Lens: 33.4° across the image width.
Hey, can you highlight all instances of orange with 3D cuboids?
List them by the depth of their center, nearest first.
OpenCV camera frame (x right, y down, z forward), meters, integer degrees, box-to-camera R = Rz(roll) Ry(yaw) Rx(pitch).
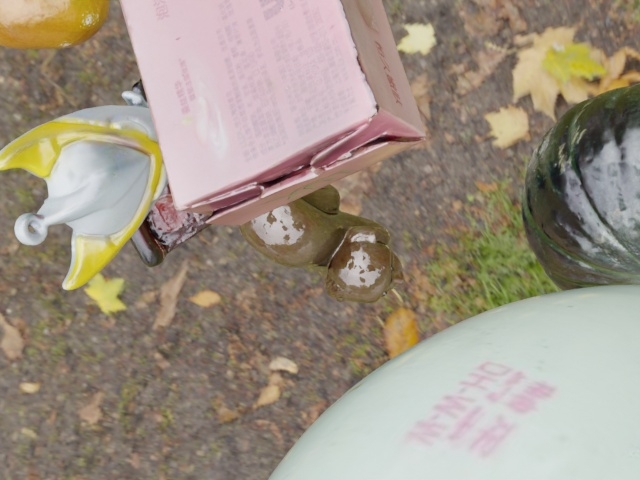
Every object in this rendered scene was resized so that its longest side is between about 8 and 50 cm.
[{"bbox_3d":[-0.311,-0.273,1.174,0.156,0.156,0.124,8,102,22],"label":"orange"}]

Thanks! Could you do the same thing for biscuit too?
[{"bbox_3d":[-0.199,-0.067,1.623,0.235,0.151,0.063,-29,22,-20],"label":"biscuit"}]

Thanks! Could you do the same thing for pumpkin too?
[{"bbox_3d":[0.314,-0.041,0.988,0.250,0.250,0.216,17,57,24],"label":"pumpkin"}]

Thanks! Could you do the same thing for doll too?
[{"bbox_3d":[-0.201,-0.084,1.115,0.103,0.145,0.316,17,41,22],"label":"doll"}]

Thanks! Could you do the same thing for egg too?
[{"bbox_3d":[0.105,0.137,0.445,0.230,0.371,0.230,18,120,35],"label":"egg"}]

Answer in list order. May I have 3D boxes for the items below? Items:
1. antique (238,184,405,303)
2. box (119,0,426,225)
[{"bbox_3d":[0.000,0.000,1.449,0.121,0.257,0.143,-49,20,15],"label":"antique"},{"bbox_3d":[-0.028,-0.092,0.486,0.111,0.060,0.156,-22,73,24],"label":"box"}]
